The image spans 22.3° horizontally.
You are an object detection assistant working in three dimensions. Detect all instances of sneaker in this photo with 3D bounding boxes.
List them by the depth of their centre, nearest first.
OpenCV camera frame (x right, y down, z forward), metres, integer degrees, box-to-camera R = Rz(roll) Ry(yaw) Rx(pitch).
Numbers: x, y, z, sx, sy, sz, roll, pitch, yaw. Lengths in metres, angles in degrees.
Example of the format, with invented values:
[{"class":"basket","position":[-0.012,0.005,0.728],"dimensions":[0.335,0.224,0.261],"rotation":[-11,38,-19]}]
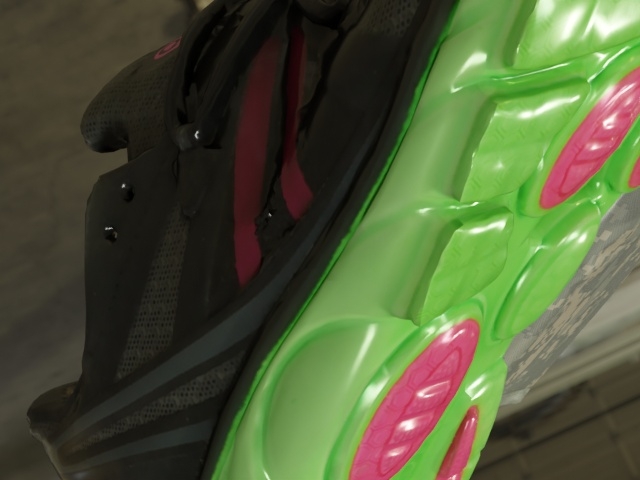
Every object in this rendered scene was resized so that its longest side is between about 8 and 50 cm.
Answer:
[{"class":"sneaker","position":[0.009,-0.048,0.594],"dimensions":[0.185,0.202,0.483],"rotation":[-6,132,-55]}]

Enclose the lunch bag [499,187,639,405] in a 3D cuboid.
[{"class":"lunch bag","position":[0.062,-0.064,0.980],"dimensions":[0.235,0.287,0.169],"rotation":[-54,161,23]}]
